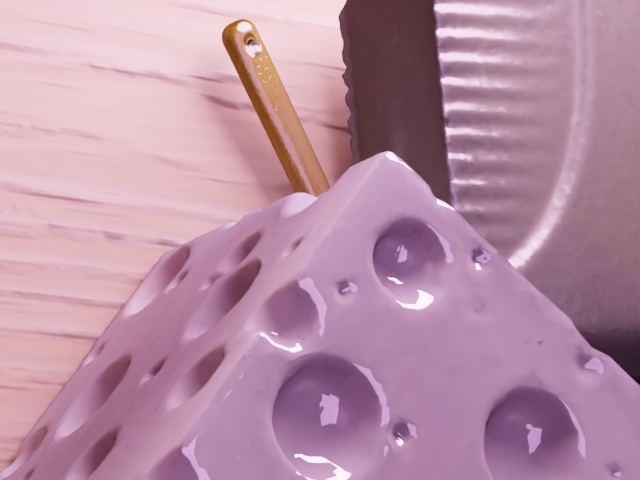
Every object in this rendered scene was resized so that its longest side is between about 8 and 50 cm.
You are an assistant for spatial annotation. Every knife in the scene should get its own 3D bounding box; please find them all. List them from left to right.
[{"bbox_3d":[-0.001,0.000,1.078,0.046,0.022,0.256,-31,99,-40],"label":"knife"}]

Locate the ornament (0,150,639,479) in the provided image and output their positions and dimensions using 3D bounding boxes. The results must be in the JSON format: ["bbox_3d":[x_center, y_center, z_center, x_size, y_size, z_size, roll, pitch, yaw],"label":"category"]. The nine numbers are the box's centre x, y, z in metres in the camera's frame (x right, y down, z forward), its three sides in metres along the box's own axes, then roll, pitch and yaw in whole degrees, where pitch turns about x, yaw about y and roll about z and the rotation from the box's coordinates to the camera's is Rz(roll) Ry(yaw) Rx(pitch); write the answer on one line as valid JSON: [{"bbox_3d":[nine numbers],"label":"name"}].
[{"bbox_3d":[-0.003,0.143,0.916,0.239,0.240,0.240,42,62,-15],"label":"ornament"}]

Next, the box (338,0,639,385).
[{"bbox_3d":[0.117,-0.047,1.084,0.178,0.138,0.274,0,78,-32],"label":"box"}]
